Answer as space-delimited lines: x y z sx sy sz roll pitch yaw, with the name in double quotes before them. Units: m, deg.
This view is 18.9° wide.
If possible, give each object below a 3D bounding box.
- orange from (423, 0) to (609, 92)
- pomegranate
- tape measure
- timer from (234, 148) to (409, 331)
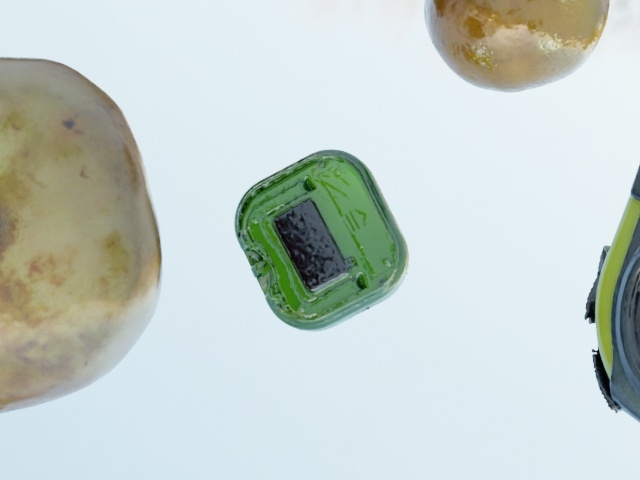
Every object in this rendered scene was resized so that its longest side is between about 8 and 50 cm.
"orange" 0.164 -0.190 1.603 0.156 0.124 0.156 -9 -161 3
"pomegranate" -0.230 -0.010 1.354 0.270 0.229 0.252 -149 38 -81
"tape measure" 0.259 0.043 1.208 0.112 0.186 0.199 12 -166 -41
"timer" 0.000 0.000 1.610 0.140 0.128 0.047 64 -173 12
